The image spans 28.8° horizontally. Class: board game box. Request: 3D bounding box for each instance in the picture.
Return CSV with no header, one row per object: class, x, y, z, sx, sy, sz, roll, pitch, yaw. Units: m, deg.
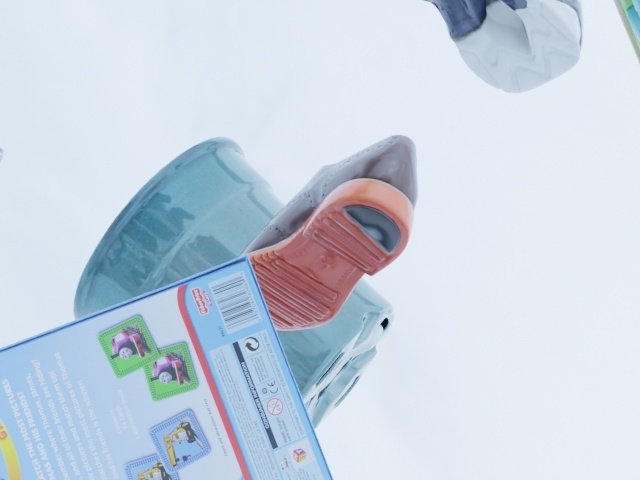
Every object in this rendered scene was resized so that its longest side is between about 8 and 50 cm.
board game box,-0.109,0.119,0.660,0.211,0.039,0.160,-21,88,-21

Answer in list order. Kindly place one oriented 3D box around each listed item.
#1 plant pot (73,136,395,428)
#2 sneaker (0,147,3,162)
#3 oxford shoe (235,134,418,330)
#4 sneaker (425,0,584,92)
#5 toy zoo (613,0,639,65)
plant pot,-0.101,0.091,1.716,0.334,0.341,0.341,38,61,16
sneaker,-0.416,-0.055,1.156,0.283,0.107,0.124,16,88,-56
oxford shoe,0.000,0.000,1.084,0.097,0.271,0.098,36,51,-19
sneaker,0.084,-0.218,0.752,0.235,0.094,0.153,40,41,-28
toy zoo,0.138,-0.053,0.441,0.192,0.030,0.293,60,16,-24
